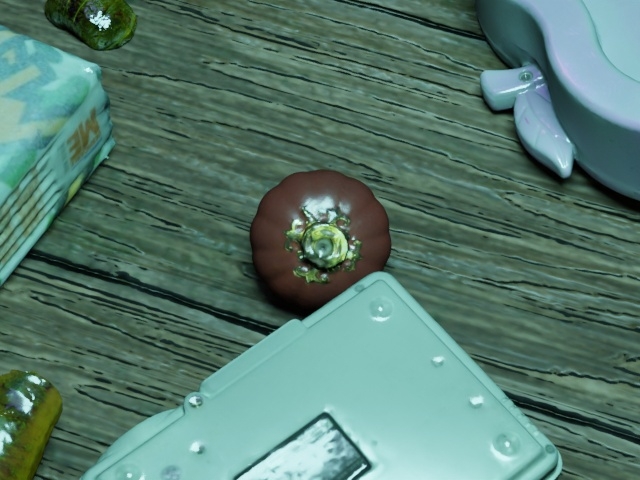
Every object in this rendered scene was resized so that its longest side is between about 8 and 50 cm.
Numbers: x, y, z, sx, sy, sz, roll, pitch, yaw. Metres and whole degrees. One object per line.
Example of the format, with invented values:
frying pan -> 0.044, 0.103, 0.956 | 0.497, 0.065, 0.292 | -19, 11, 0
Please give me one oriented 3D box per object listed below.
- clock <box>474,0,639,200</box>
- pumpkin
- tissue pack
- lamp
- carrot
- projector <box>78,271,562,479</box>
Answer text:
clock -> 0.266, -0.195, 1.028 | 0.339, 0.102, 0.338 | -8, 58, 12
pumpkin -> -0.190, -0.188, 1.105 | 0.083, 0.028, 0.050 | 23, 63, 18
tissue pack -> -0.322, -0.032, 0.952 | 0.228, 0.128, 0.310 | 26, 60, 14
lamp -> 0.000, 0.000, 0.957 | 0.101, 0.090, 0.101 | 0, 95, -3
carrot -> -0.242, 0.197, 0.850 | 0.070, 0.070, 0.260 | 19, 59, 11
projector -> -0.001, 0.156, 0.857 | 0.257, 0.099, 0.192 | -34, 64, -20
